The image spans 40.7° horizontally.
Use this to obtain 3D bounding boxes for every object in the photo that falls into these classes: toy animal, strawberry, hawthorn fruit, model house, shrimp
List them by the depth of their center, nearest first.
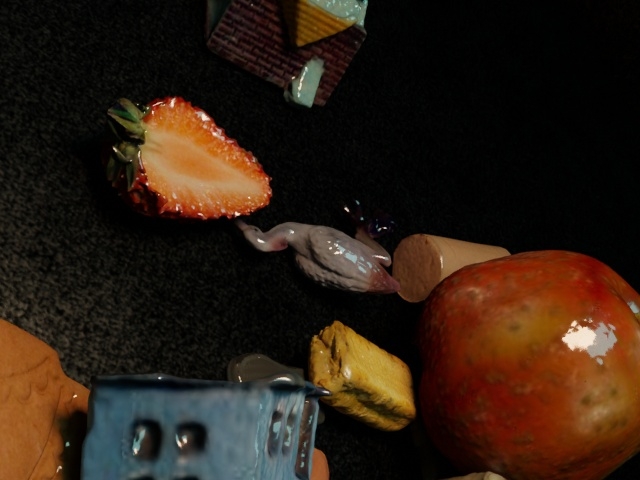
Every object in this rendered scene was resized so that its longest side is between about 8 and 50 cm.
[{"bbox_3d":[-0.122,0.284,0.878,0.237,0.216,0.303,50,44,-71],"label":"model house"},{"bbox_3d":[-0.201,-0.096,1.189,0.286,0.106,0.188,25,53,-42],"label":"strawberry"},{"bbox_3d":[0.351,0.187,1.319,0.403,0.403,0.402,25,50,-34],"label":"hawthorn fruit"},{"bbox_3d":[0.001,0.015,1.337,0.324,0.090,0.195,-3,44,-41],"label":"toy animal"},{"bbox_3d":[0.205,0.350,1.383,0.148,0.035,0.195,22,50,-39],"label":"shrimp"},{"bbox_3d":[-0.059,-0.374,1.453,0.281,0.230,0.248,20,77,-34],"label":"model house"}]

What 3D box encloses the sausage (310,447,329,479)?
[{"bbox_3d":[-0.052,0.395,1.045,0.087,0.079,0.326,21,43,2],"label":"sausage"}]

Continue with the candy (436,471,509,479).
[{"bbox_3d":[0.183,0.478,1.146,0.135,0.179,0.320,42,46,-17],"label":"candy"}]

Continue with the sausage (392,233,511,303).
[{"bbox_3d":[0.248,0.059,1.539,0.253,0.123,0.123,8,61,-42],"label":"sausage"}]

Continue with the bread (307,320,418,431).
[{"bbox_3d":[0.061,0.204,1.259,0.211,0.083,0.114,39,35,-43],"label":"bread"}]

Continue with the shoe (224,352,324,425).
[{"bbox_3d":[-0.076,0.217,1.137,0.241,0.093,0.108,29,40,-65],"label":"shoe"}]

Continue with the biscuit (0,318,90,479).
[{"bbox_3d":[-0.275,0.210,0.846,0.284,0.043,0.306,-55,127,-70],"label":"biscuit"}]
